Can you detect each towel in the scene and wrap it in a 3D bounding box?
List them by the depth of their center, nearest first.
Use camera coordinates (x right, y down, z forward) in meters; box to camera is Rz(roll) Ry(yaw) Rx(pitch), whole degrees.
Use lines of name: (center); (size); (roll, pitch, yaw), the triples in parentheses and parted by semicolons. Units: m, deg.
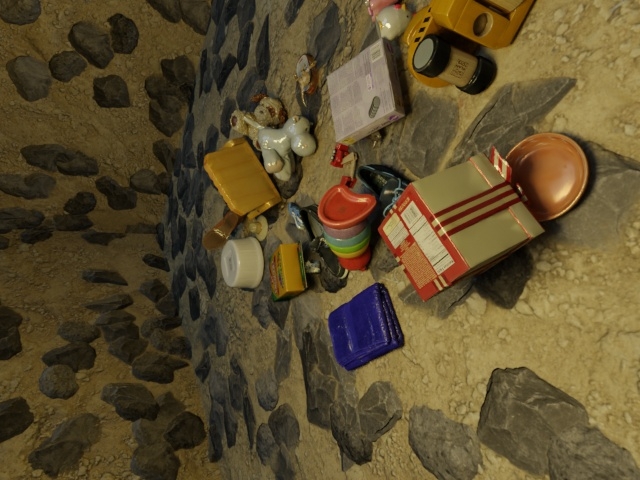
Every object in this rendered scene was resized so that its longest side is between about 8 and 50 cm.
towel: (0.135, 0.301, 1.396); (0.308, 0.076, 0.228); (-43, 55, 45)

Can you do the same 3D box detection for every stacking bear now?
stacking bear: (0.097, -0.012, 1.341); (0.175, 0.164, 0.289); (26, 151, 34)

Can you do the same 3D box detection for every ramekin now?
ramekin: (-0.417, 0.117, 2.132); (0.277, 0.135, 0.277); (1, 92, 57)

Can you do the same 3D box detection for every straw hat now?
straw hat: (-0.331, -0.065, 2.089); (0.144, 0.061, 0.145); (-2, 88, 55)

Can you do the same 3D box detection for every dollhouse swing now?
dollhouse swing: (-0.407, -0.249, 1.883); (0.315, 0.305, 0.347); (-23, 101, 50)

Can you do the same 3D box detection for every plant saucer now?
plant saucer: (0.504, -0.142, 0.925); (0.200, 0.037, 0.200); (-5, 84, 54)

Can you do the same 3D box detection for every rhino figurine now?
rhino figurine: (0.174, -0.424, 1.373); (0.106, 0.073, 0.243); (-10, 78, 48)

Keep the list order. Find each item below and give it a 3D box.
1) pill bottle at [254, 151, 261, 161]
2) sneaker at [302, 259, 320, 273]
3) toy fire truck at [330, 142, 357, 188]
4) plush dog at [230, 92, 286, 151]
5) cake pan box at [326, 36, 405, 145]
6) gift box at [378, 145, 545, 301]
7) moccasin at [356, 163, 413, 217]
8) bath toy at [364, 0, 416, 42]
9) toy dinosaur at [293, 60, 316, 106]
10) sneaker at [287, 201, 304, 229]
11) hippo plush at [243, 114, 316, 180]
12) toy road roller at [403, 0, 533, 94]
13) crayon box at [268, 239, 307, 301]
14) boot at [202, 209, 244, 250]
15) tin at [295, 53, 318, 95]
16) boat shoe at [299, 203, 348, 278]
pill bottle: (-0.376, -0.372, 2.122); (0.112, 0.112, 0.187); (22, 106, 53)
sneaker: (-0.044, 0.110, 1.692); (0.135, 0.052, 0.058); (-7, 73, 48)
toy fire truck: (0.096, -0.302, 1.503); (0.135, 0.047, 0.192); (40, 120, 48)
plush dog: (-0.262, -0.574, 1.951); (0.262, 0.210, 0.225); (42, 111, 15)
cake pan box: (0.138, -0.476, 1.316); (0.245, 0.070, 0.267); (-20, 73, 41)
gift box: (0.317, -0.051, 0.950); (0.276, 0.258, 0.255); (63, 157, 14)
moccasin: (0.224, -0.131, 1.253); (0.342, 0.116, 0.138); (43, 122, 47)
bath toy: (0.210, -0.794, 1.308); (0.151, 0.129, 0.348); (61, -166, -66)
toy dinosaur: (-0.072, -0.663, 1.696); (0.092, 0.053, 0.183); (43, 122, 45)
sneaker: (-0.094, -0.118, 1.763); (0.144, 0.053, 0.059); (60, 135, 25)
hippo plush: (-0.128, -0.425, 1.742); (0.236, 0.234, 0.294); (-25, 82, 20)
toy road roller: (0.346, -0.559, 1.038); (0.330, 0.202, 0.241); (-65, 30, 30)
crayon box: (-0.145, 0.136, 1.728); (0.318, 0.081, 0.202); (136, 128, -64)
boot: (-0.506, -0.082, 2.189); (0.283, 0.109, 0.220); (-50, 9, 18)
tin: (-0.059, -0.716, 1.754); (0.106, 0.040, 0.190); (-35, 61, 44)
boat shoe: (0.002, -0.003, 1.566); (0.127, 0.113, 0.340); (-45, 53, 44)
